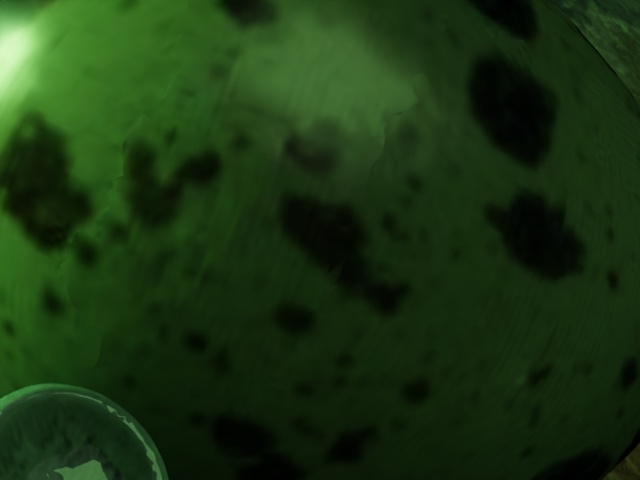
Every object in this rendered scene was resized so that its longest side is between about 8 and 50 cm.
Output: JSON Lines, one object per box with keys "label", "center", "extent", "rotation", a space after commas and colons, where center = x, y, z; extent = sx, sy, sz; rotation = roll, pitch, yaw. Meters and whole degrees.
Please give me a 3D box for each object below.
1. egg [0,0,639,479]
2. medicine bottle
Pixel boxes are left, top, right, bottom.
{"label": "egg", "center": [0.000, 0.000, 0.704], "extent": [0.379, 0.287, 0.288], "rotation": [26, 36, -24]}
{"label": "medicine bottle", "center": [-0.129, 0.106, 0.530], "extent": [0.079, 0.258, 0.124], "rotation": [19, 58, -24]}
